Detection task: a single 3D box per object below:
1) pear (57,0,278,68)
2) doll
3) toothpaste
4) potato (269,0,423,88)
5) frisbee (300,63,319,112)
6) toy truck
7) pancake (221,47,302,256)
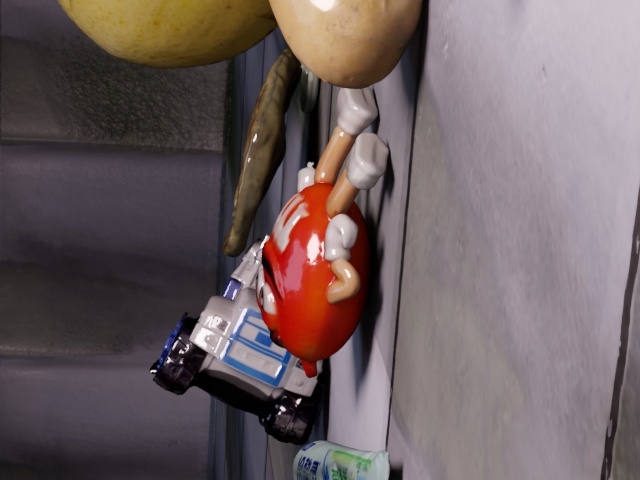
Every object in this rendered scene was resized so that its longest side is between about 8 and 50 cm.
[{"bbox_3d":[-0.151,-0.332,1.735,0.309,0.309,0.309,-178,90,-84],"label":"pear"},{"bbox_3d":[0.000,0.000,1.251,0.183,0.085,0.217,-101,23,-61],"label":"doll"},{"bbox_3d":[0.018,0.180,1.207,0.297,0.048,0.075,164,109,-81],"label":"toothpaste"},{"bbox_3d":[0.015,-0.166,1.070,0.112,0.112,0.147,101,161,-56],"label":"potato"},{"bbox_3d":[-0.010,-0.189,1.721,0.110,0.014,0.110,-178,90,-85],"label":"frisbee"},{"bbox_3d":[-0.056,0.085,1.567,0.177,0.161,0.213,-64,5,-3],"label":"toy truck"},{"bbox_3d":[-0.059,-0.091,1.688,0.236,0.042,0.222,-81,10,-83],"label":"pancake"}]
